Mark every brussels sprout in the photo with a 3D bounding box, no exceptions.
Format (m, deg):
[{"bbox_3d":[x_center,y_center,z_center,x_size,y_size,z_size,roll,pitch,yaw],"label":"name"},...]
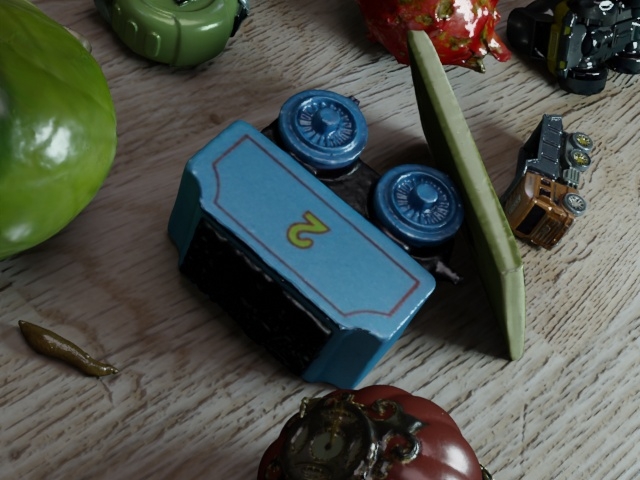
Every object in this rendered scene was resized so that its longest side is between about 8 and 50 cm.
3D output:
[{"bbox_3d":[-0.376,-0.120,1.182,0.344,0.268,0.344,18,27,-9],"label":"brussels sprout"}]

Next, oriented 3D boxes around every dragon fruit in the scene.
[{"bbox_3d":[0.155,-0.337,1.621,0.268,0.210,0.205,44,30,-13],"label":"dragon fruit"}]

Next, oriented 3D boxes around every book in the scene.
[{"bbox_3d":[0.175,-0.055,1.388,0.035,0.239,0.352,-18,59,1],"label":"book"}]

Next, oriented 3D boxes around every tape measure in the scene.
[{"bbox_3d":[-0.188,-0.309,1.498,0.200,0.106,0.175,-21,61,-33],"label":"tape measure"}]

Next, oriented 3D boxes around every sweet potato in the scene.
[{"bbox_3d":[-0.262,0.114,1.191,0.115,0.026,0.026,30,48,-3],"label":"sweet potato"}]

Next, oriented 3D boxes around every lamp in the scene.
[{"bbox_3d":[0.046,0.249,1.108,0.226,0.227,0.227,12,50,-15],"label":"lamp"}]

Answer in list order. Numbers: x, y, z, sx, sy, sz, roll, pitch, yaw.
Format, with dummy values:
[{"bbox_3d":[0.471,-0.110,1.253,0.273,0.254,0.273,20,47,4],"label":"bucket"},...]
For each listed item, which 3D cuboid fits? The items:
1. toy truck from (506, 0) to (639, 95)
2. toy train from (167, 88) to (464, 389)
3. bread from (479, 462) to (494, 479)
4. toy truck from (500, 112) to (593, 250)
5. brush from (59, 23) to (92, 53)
[{"bbox_3d":[0.404,-0.326,1.764,0.224,0.147,0.165,-22,37,-34],"label":"toy truck"},{"bbox_3d":[0.000,0.000,1.295,0.300,0.188,0.265,40,56,9],"label":"toy train"},{"bbox_3d":[0.146,0.280,1.223,0.072,0.053,0.106,38,47,-24],"label":"bread"},{"bbox_3d":[0.302,-0.082,1.553,0.092,0.083,0.192,23,47,-6],"label":"toy truck"},{"bbox_3d":[-0.438,-0.276,1.397,0.327,0.070,0.065,22,67,-9],"label":"brush"}]
